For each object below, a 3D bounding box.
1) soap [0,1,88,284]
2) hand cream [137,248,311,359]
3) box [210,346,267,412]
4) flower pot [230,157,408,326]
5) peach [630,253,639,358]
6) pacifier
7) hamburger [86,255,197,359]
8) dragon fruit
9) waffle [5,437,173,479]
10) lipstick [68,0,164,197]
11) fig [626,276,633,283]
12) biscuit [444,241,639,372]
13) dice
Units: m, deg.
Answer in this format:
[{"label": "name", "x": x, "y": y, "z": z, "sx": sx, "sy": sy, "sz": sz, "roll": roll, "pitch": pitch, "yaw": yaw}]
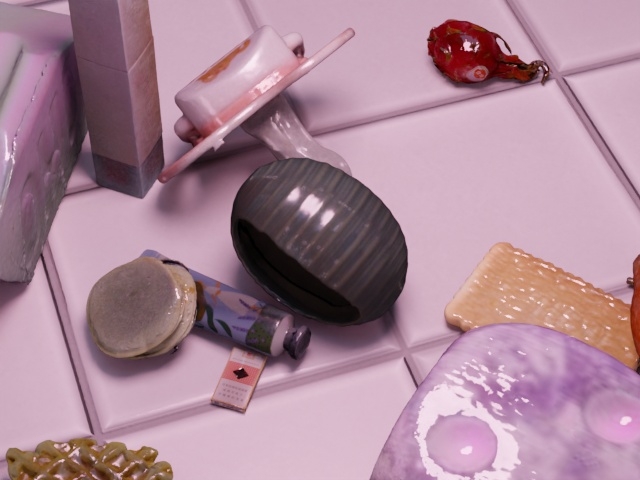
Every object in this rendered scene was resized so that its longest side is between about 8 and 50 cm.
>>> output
[{"label": "soap", "x": -0.421, "y": -0.114, "z": 1.845, "sx": 0.156, "sy": 0.261, "sz": 0.446, "roll": 10, "pitch": 51, "yaw": 3}, {"label": "hand cream", "x": -0.139, "y": 0.086, "z": 1.825, "sx": 0.271, "sy": 0.058, "sz": 0.091, "roll": 21, "pitch": 59, "yaw": 22}, {"label": "box", "x": -0.101, "y": 0.173, "z": 1.778, "sx": 0.046, "sy": 0.012, "sz": 0.083, "roll": 14, "pitch": 52, "yaw": 11}, {"label": "flower pot", "x": 0.000, "y": 0.000, "z": 1.800, "sx": 0.243, "sy": 0.189, "sz": 0.157, "roll": 37, "pitch": 62, "yaw": -6}, {"label": "peach", "x": 0.473, "y": 0.093, "z": 1.745, "sx": 0.233, "sy": 0.232, "sz": 0.232, "roll": 1, "pitch": 51, "yaw": -1}, {"label": "pacifier", "x": -0.073, "y": -0.164, "z": 1.923, "sx": 0.332, "sy": 0.220, "sz": 0.273, "roll": -38, "pitch": 60, "yaw": -1}, {"label": "hamburger", "x": -0.223, "y": 0.087, "z": 1.790, "sx": 0.140, "sy": 0.062, "sz": 0.133, "roll": -29, "pitch": 59, "yaw": 11}, {"label": "dragon fruit", "x": 0.249, "y": -0.269, "z": 2.104, "sx": 0.191, "sy": 0.094, "sz": 0.094, "roll": 17, "pitch": 52, "yaw": -3}, {"label": "waffle", "x": -0.263, "y": 0.316, "z": 1.630, "sx": 0.214, "sy": 0.054, "sz": 0.207, "roll": -2, "pitch": 47, "yaw": -11}, {"label": "lipstick", "x": -0.262, "y": -0.208, "z": 1.852, "sx": 0.080, "sy": 0.371, "sz": 0.076, "roll": 18, "pitch": 53, "yaw": 13}, {"label": "fig", "x": 0.467, "y": 0.040, "z": 1.868, "sx": 0.125, "sy": 0.089, "sz": 0.089, "roll": -31, "pitch": 54, "yaw": 6}, {"label": "biscuit", "x": 0.298, "y": 0.105, "z": 1.832, "sx": 0.250, "sy": 0.030, "sz": 0.160, "roll": 27, "pitch": 55, "yaw": 19}, {"label": "dice", "x": 0.217, "y": 0.273, "z": 1.540, "sx": 0.271, "sy": 0.270, "sz": 0.270, "roll": 27, "pitch": 55, "yaw": 18}]
